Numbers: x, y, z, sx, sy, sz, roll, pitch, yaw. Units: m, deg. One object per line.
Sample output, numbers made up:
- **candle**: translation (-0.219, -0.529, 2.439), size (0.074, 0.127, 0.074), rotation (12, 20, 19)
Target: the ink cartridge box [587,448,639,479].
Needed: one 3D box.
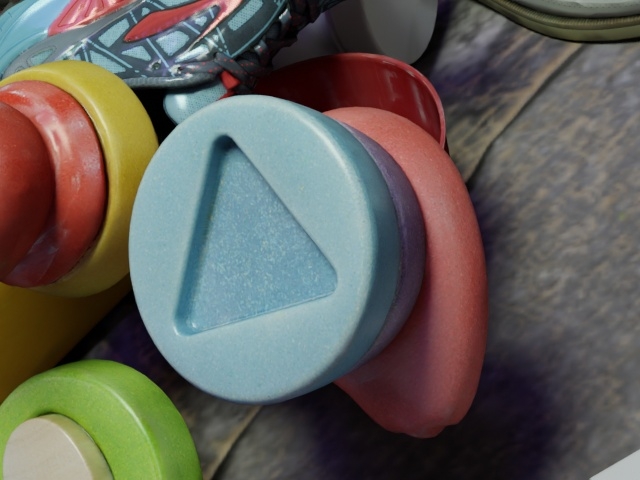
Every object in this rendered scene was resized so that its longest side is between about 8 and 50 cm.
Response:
- **ink cartridge box**: translation (0.140, 0.149, 0.798), size (0.180, 0.060, 0.104), rotation (-31, 41, 3)

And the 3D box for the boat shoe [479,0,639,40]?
- **boat shoe**: translation (0.118, -0.198, 1.112), size (0.302, 0.103, 0.113), rotation (16, 61, 41)

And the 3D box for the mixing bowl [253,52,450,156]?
- **mixing bowl**: translation (0.000, 0.000, 1.000), size (0.181, 0.098, 0.181), rotation (-19, 41, 17)

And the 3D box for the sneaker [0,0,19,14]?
- **sneaker**: translation (-0.164, -0.244, 1.289), size (0.281, 0.162, 0.106), rotation (-8, 47, 25)

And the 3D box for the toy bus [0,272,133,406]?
- **toy bus**: translation (-0.231, 0.050, 1.094), size (0.333, 0.108, 0.130), rotation (-46, 44, -14)

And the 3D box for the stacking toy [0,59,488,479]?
- **stacking toy**: translation (-0.091, 0.059, 0.869), size (0.309, 0.130, 0.280), rotation (7, 95, 35)

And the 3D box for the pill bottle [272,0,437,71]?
- **pill bottle**: translation (-0.044, -0.145, 1.151), size (0.216, 0.121, 0.121), rotation (0, 51, 33)

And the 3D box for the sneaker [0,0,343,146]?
- **sneaker**: translation (-0.051, -0.099, 1.003), size (0.261, 0.104, 0.125), rotation (-27, 57, 15)
